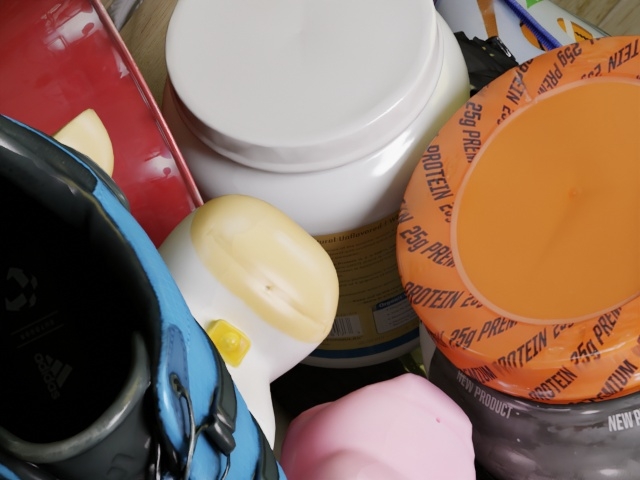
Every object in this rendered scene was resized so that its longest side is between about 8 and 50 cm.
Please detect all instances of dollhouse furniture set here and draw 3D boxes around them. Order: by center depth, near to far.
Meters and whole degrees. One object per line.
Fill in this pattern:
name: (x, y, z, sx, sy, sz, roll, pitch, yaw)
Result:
dollhouse furniture set: (-0.111, -0.125, 1.125, 0.144, 0.123, 0.151, 44, 14, 13)

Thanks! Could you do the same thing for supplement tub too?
supplement tub: (0.179, 0.069, 0.841, 0.338, 0.207, 0.207, 48, 5, -45)
supplement tub: (0.004, -0.041, 0.870, 0.144, 0.144, 0.199, 48, -14, 29)

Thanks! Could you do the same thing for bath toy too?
bath toy: (-0.002, 0.102, 0.716, 0.348, 0.151, 0.129, 42, -9, -12)

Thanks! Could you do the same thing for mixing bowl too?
mixing bowl: (-0.125, -0.038, 0.815, 0.181, 0.098, 0.181, 60, -7, 13)

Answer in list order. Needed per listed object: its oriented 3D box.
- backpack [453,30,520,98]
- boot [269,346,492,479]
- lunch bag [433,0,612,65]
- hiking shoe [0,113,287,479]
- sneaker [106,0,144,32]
backpack: (0.113, -0.026, 1.231, 0.276, 0.213, 0.263, 40, 5, 25)
boot: (0.052, 0.096, 1.006, 0.246, 0.083, 0.161, 52, 9, 27)
lunch bag: (0.176, -0.098, 1.569, 0.385, 0.239, 0.328, 53, 18, 19)
hiking shoe: (-0.055, 0.091, 0.530, 0.304, 0.113, 0.132, 55, -2, 14)
sneaker: (-0.084, -0.180, 1.364, 0.321, 0.124, 0.180, 47, 16, 25)
